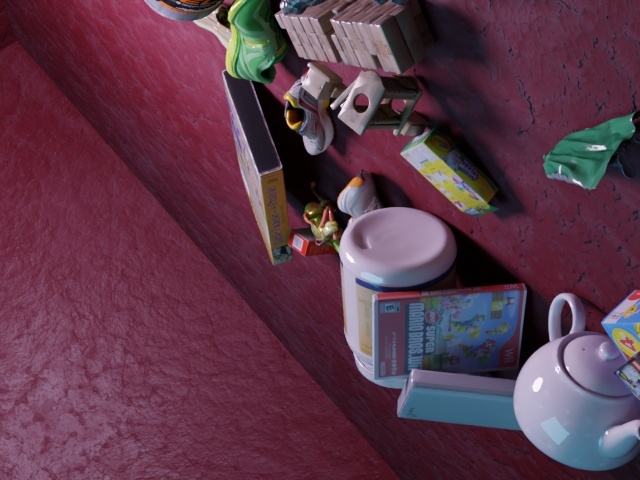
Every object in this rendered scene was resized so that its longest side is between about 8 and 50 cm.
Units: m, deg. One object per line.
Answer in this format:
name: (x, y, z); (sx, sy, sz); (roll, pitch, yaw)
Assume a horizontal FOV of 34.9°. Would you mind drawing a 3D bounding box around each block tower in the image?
block tower: (0.055, -0.352, 1.698); (0.335, 0.091, 0.097); (26, 149, 55)

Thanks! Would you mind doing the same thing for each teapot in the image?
teapot: (0.449, 0.237, 1.690); (0.256, 0.252, 0.187); (27, 131, 22)

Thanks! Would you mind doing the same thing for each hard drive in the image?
hard drive: (0.339, 0.320, 2.001); (0.353, 0.047, 0.233); (7, 156, 0)

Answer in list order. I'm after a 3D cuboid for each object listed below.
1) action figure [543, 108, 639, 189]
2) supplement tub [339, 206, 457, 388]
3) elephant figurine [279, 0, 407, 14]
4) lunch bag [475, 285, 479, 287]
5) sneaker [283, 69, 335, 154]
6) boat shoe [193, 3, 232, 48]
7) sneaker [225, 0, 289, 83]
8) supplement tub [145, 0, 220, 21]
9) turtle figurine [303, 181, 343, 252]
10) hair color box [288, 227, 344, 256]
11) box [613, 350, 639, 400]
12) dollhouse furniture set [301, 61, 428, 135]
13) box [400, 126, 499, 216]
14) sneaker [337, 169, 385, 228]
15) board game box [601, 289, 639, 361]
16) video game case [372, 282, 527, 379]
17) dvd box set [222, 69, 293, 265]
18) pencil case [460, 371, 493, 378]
action figure: (0.364, -0.115, 1.383); (0.063, 0.137, 0.232); (42, 173, -11)
supplement tub: (0.157, 0.117, 2.039); (0.228, 0.228, 0.316); (36, 143, 41)
elephant figurine: (0.025, -0.431, 1.482); (0.239, 0.186, 0.169); (23, 170, 41)
lunch bag: (0.330, 0.133, 2.007); (0.098, 0.065, 0.067); (34, 171, 41)
sneaker: (-0.034, -0.253, 2.107); (0.088, 0.093, 0.225); (42, 161, 29)
boat shoe: (-0.220, -0.484, 2.189); (0.190, 0.068, 0.072); (39, 148, 8)
sneaker: (-0.116, -0.418, 2.019); (0.124, 0.109, 0.295); (23, 154, 5)
supplement tub: (-0.228, -0.534, 1.876); (0.193, 0.193, 0.316); (54, 163, -7)
turtle figurine: (0.029, -0.012, 2.335); (0.217, 0.087, 0.269); (48, -173, -17)
hair color box: (0.000, 0.000, 2.445); (0.072, 0.141, 0.043); (36, 122, 42)
box: (0.508, 0.228, 1.518); (0.137, 0.027, 0.094); (47, 161, 15)
dollhouse furniture set: (0.092, -0.265, 1.746); (0.161, 0.182, 0.101); (43, 119, 28)
box: (0.231, -0.113, 1.764); (0.179, 0.043, 0.105); (44, 163, -9)
sneaker: (0.117, -0.051, 2.155); (0.121, 0.099, 0.262); (35, 165, 23)
board game box: (0.595, 0.211, 1.458); (0.308, 0.086, 0.302); (54, 162, -7)
video game case: (0.240, 0.175, 1.931); (0.025, 0.285, 0.204); (-98, 4, -54)
dvd box set: (-0.145, -0.168, 2.427); (0.420, 0.062, 0.307); (86, 166, -60)
pencil case: (0.275, 0.238, 2.272); (0.273, 0.113, 0.124); (55, -159, -12)
